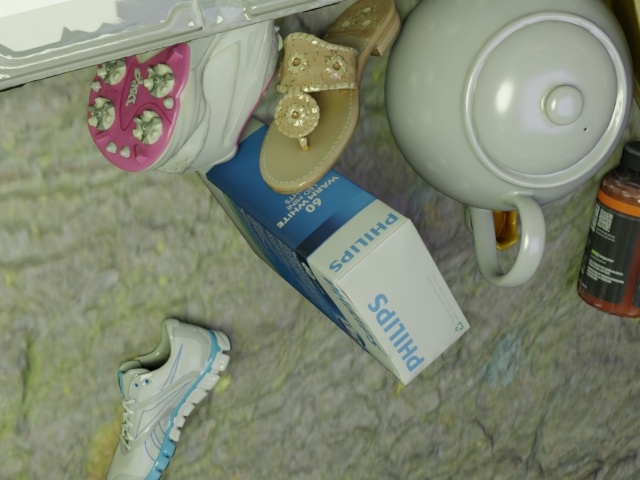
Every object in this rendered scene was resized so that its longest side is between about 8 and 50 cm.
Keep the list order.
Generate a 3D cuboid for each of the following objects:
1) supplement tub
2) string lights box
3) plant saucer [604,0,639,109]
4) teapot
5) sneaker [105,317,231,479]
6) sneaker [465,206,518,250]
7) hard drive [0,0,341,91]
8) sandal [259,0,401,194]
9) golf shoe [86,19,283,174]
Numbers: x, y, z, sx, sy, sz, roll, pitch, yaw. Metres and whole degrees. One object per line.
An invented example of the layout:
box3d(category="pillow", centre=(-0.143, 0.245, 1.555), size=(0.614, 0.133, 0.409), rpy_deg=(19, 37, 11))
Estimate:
box3d(category="supplement tub", centre=(0.375, -0.014, 1.182), size=(0.106, 0.106, 0.198), rpy_deg=(-7, 117, -30))
box3d(category="string lights box", centre=(0.000, 0.000, 0.845), size=(0.077, 0.260, 0.133), rpy_deg=(-41, 129, -10))
box3d(category="plant saucer", centre=(0.319, -0.233, 0.943), size=(0.081, 0.332, 0.333), rpy_deg=(-17, 127, 12))
box3d(category="teapot", centre=(0.186, -0.128, 0.912), size=(0.252, 0.187, 0.256), rpy_deg=(-38, 110, 1))
box3d(category="sneaker", centre=(-0.168, 0.156, 0.946), size=(0.083, 0.071, 0.190), rpy_deg=(31, 86, -33))
box3d(category="sneaker", centre=(0.188, -0.071, 1.057), size=(0.064, 0.067, 0.175), rpy_deg=(-26, 123, -18))
box3d(category="hard drive", centre=(-0.133, -0.246, 0.673), size=(0.339, 0.064, 0.237), rpy_deg=(-16, 107, -8))
box3d(category="sandal", centre=(-0.004, -0.150, 0.839), size=(0.079, 0.088, 0.240), rpy_deg=(60, 44, -37))
box3d(category="golf shoe", centre=(-0.081, -0.195, 0.811), size=(0.140, 0.115, 0.306), rpy_deg=(11, 107, -57))
